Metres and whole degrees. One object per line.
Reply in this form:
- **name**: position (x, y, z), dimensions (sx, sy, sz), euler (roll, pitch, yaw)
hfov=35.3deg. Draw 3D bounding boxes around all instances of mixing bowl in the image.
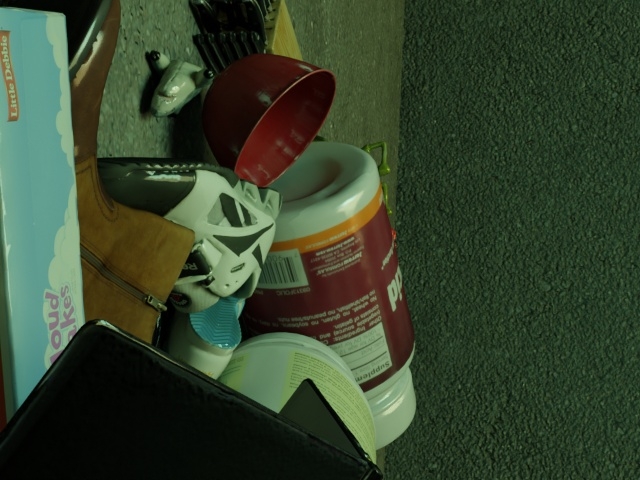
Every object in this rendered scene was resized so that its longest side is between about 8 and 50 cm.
- **mixing bowl**: position (-0.075, -0.155, 1.200), dimensions (0.181, 0.098, 0.181), euler (-45, 164, -17)

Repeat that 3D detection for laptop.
- **laptop**: position (-0.168, 0.235, 0.695), dimensions (0.382, 0.236, 0.408), euler (-53, -168, -2)

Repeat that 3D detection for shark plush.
- **shark plush**: position (-0.166, -0.172, 1.145), dimensions (0.161, 0.073, 0.067), euler (-130, -122, -78)

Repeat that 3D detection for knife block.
- **knife block**: position (-0.085, -0.274, 1.342), dimensions (0.276, 0.088, 0.242), euler (-48, 137, -70)

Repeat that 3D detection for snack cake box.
- **snack cake box**: position (-0.226, 0.001, 0.589), dimensions (0.089, 0.152, 0.264), euler (-37, 127, -74)

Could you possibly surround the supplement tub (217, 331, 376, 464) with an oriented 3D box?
- **supplement tub**: position (-0.054, 0.256, 1.125), dimensions (0.325, 0.235, 0.236), euler (-81, 169, -72)

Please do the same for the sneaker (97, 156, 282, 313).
- **sneaker**: position (-0.134, -0.001, 1.007), dimensions (0.330, 0.122, 0.146), euler (17, 79, -63)

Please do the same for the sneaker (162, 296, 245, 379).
- **sneaker**: position (-0.139, 0.093, 1.162), dimensions (0.092, 0.087, 0.229), euler (-57, -170, 18)

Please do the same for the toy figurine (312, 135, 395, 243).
- **toy figurine**: position (0.000, 0.000, 1.544), dimensions (0.217, 0.191, 0.363), euler (13, 77, -72)

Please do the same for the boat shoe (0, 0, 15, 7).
- **boat shoe**: position (-0.243, -0.243, 0.720), dimensions (0.083, 0.065, 0.183), euler (-22, 119, -78)

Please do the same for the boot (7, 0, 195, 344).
- **boot**: position (-0.165, -0.038, 0.793), dimensions (0.280, 0.096, 0.264), euler (37, 66, -60)

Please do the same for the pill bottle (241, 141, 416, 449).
- **pill bottle**: position (0.005, 0.086, 1.360), dimensions (0.224, 0.224, 0.392), euler (-70, 150, -56)

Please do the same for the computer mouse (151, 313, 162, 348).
- **computer mouse**: position (-0.173, 0.027, 1.104), dimensions (0.071, 0.041, 0.242), euler (54, 44, -46)
